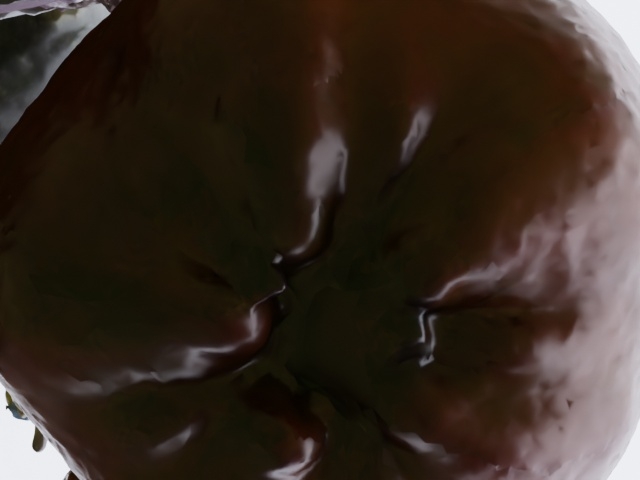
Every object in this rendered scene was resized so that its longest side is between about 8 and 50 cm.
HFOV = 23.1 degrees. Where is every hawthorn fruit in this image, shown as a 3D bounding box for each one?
[{"bbox_3d":[0.000,0.000,0.533,0.224,0.261,0.224,0,-82,-1],"label":"hawthorn fruit"}]

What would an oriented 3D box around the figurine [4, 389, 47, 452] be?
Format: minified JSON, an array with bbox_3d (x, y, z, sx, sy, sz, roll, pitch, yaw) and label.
[{"bbox_3d":[-0.201,0.106,1.087,0.083,0.047,0.051,48,-57,61],"label":"figurine"}]

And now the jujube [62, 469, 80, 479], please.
[{"bbox_3d":[-0.019,0.169,0.826,0.318,0.223,0.223,-28,-119,51],"label":"jujube"}]

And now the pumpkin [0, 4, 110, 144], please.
[{"bbox_3d":[-0.332,-0.122,1.152,0.454,0.454,0.344,-4,-139,36],"label":"pumpkin"}]

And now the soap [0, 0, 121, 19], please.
[{"bbox_3d":[-0.192,-0.107,0.583,0.181,0.259,0.081,2,-75,59],"label":"soap"}]
